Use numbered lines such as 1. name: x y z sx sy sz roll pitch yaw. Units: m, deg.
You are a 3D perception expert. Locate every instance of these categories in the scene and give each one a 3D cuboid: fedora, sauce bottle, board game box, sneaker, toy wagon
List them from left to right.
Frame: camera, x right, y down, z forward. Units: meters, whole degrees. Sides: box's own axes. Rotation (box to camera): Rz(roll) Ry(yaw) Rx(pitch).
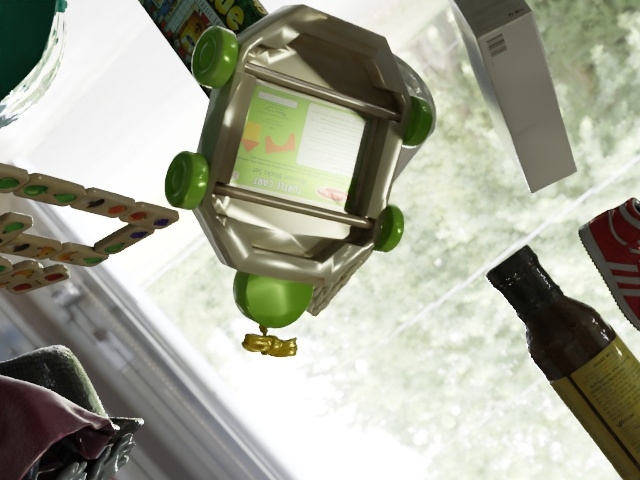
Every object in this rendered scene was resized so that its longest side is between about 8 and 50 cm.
1. fedora: -0.411 0.236 1.305 0.334 0.153 0.334 -14 169 -3
2. board game box: -0.138 -0.278 1.178 0.136 0.260 0.030 -47 159 29
3. toy wagon: -0.028 -0.055 0.937 0.068 0.267 0.344 18 -85 54
4. sauce bottle: 0.340 0.159 1.169 0.111 0.344 0.111 -35 174 -5
5. sneaker: 0.266 0.021 0.751 0.042 0.118 0.067 -9 154 -49

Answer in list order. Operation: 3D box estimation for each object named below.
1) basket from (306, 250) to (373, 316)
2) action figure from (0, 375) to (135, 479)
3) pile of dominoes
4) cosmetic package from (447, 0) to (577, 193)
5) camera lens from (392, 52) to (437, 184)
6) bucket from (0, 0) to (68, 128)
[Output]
1. basket: 0.000 0.000 1.118 0.167 0.103 0.113 -48 -172 -1
2. action figure: -0.395 0.175 0.980 0.276 0.370 0.248 -57 171 -30
3. pile of dominoes: -0.264 0.011 0.774 0.196 0.040 0.251 -27 158 26
4. cosmetic package: 0.193 -0.159 0.925 0.060 0.099 0.239 -27 140 7
5. camera lens: 0.038 -0.163 1.482 0.274 0.219 0.219 -52 -174 -21
6. bucket: -0.384 -0.229 0.910 0.281 0.281 0.183 -42 -174 -5
